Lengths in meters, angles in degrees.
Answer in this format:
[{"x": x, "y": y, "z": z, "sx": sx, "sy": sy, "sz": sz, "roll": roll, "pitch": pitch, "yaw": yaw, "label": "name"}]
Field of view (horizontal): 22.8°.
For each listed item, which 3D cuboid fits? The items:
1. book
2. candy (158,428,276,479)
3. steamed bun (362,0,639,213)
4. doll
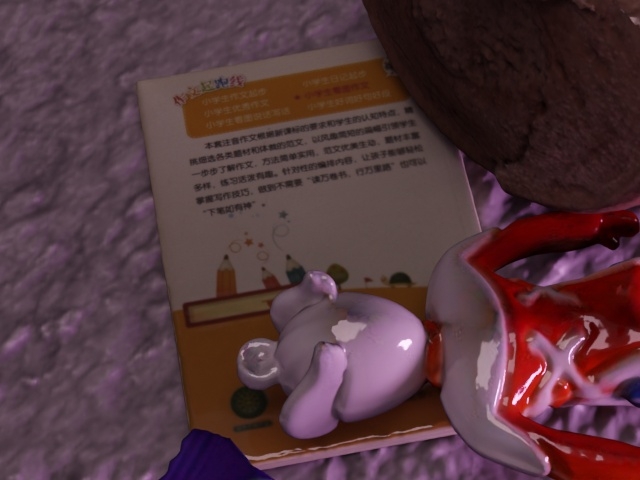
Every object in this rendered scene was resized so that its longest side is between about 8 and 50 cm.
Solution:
[{"x": 0.000, "y": 0.000, "z": 1.025, "sx": 0.208, "sy": 0.020, "sz": 0.295, "roll": -10, "pitch": 61, "yaw": -2, "label": "book"}, {"x": -0.006, "y": 0.215, "z": 0.880, "sx": 0.275, "sy": 0.070, "sz": 0.145, "roll": 29, "pitch": 61, "yaw": 13, "label": "candy"}, {"x": 0.182, "y": -0.134, "z": 0.990, "sx": 0.252, "sy": 0.199, "sz": 0.301, "roll": -23, "pitch": 40, "yaw": -28, "label": "steamed bun"}, {"x": 0.143, "y": 0.061, "z": 0.929, "sx": 0.384, "sy": 0.099, "sz": 0.188, "roll": -1, "pitch": 53, "yaw": -7, "label": "doll"}]
